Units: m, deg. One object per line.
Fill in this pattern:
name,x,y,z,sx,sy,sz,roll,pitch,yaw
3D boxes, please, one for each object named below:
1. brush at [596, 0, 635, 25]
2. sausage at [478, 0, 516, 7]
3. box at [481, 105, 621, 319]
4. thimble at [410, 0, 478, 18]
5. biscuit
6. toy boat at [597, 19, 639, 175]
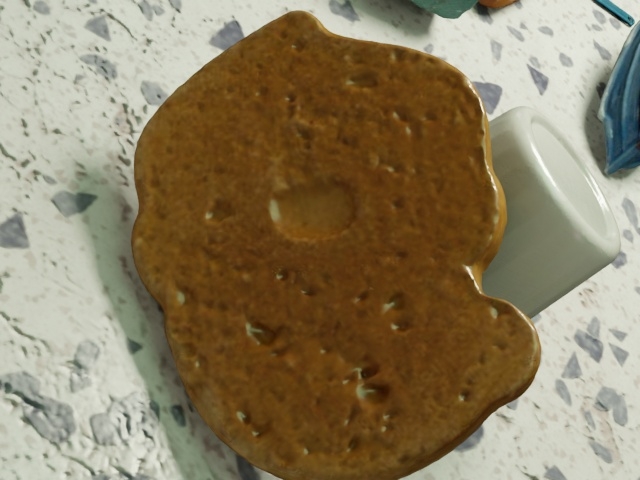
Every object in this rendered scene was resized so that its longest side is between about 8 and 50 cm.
brush,0.410,-0.371,1.959,0.164,0.014,0.051,32,46,-15
sausage,0.276,-0.377,1.819,0.076,0.076,0.197,50,42,5
box,0.160,-0.031,1.317,0.291,0.206,0.262,57,22,-1
thimble,0.151,-0.411,1.651,0.143,0.198,0.235,20,76,-21
biscuit,0.000,0.000,1.194,0.349,0.078,0.455,-11,72,3
toy boat,0.451,-0.211,1.792,0.129,0.142,0.309,36,61,-14
